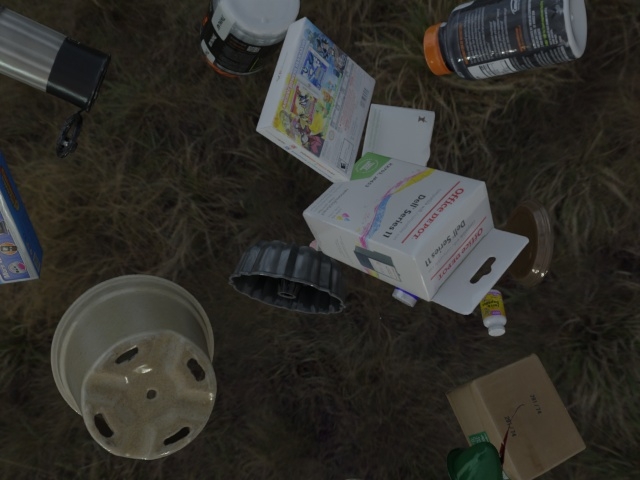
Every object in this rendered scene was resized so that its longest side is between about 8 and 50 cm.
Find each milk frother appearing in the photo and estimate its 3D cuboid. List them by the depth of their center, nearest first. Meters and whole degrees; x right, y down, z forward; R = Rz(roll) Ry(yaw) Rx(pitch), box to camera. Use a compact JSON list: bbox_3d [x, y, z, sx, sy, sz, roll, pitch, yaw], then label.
[{"bbox_3d":[-0.365,-0.200,0.756,0.134,0.129,0.143,22,76,-20],"label":"milk frother"}]

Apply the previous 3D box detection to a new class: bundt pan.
[{"bbox_3d":[-0.079,0.095,1.594,0.330,0.331,0.124,11,70,7],"label":"bundt pan"}]

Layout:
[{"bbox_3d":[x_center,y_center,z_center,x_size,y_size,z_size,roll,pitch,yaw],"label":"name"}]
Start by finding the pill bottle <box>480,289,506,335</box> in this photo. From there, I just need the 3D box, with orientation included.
[{"bbox_3d":[0.333,0.140,1.115,0.043,0.043,0.083,-4,55,5],"label":"pill bottle"}]

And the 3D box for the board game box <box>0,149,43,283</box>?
[{"bbox_3d":[-0.749,-0.035,1.133,0.301,0.308,0.086,-7,44,-11],"label":"board game box"}]

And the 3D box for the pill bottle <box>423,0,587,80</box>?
[{"bbox_3d":[0.298,-0.342,0.961,0.245,0.130,0.131,-2,81,38],"label":"pill bottle"}]

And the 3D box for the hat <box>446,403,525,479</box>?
[{"bbox_3d":[0.430,0.530,1.434,0.172,0.209,0.184,18,120,-21],"label":"hat"}]

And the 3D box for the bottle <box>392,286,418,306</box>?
[{"bbox_3d":[0.291,0.043,1.584,0.118,0.092,0.283,28,83,7],"label":"bottle"}]

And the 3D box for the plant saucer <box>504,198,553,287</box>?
[{"bbox_3d":[0.642,0.008,1.813,0.041,0.278,0.278,2,82,-7],"label":"plant saucer"}]

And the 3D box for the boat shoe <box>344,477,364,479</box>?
[{"bbox_3d":[0.026,0.484,0.779,0.113,0.103,0.303,-5,69,31],"label":"boat shoe"}]

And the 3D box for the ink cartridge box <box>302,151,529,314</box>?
[{"bbox_3d":[0.165,-0.028,1.047,0.353,0.119,0.207,23,59,43],"label":"ink cartridge box"}]

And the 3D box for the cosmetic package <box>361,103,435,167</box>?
[{"bbox_3d":[0.193,-0.219,1.466,0.155,0.365,0.197,11,95,7],"label":"cosmetic package"}]

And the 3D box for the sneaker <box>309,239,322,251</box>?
[{"bbox_3d":[0.000,0.000,1.882,0.050,0.070,0.135,14,105,-26],"label":"sneaker"}]

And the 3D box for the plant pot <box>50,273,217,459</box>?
[{"bbox_3d":[-0.337,0.247,1.101,0.333,0.305,0.334,-2,95,-23],"label":"plant pot"}]

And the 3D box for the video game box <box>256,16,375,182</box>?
[{"bbox_3d":[-0.001,-0.227,0.961,0.048,0.187,0.205,-2,66,44],"label":"video game box"}]

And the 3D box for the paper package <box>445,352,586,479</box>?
[{"bbox_3d":[0.608,0.565,1.824,0.309,0.168,0.325,-13,68,-27],"label":"paper package"}]

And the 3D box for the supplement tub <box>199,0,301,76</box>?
[{"bbox_3d":[-0.194,-0.555,1.490,0.207,0.338,0.207,2,84,-21],"label":"supplement tub"}]
